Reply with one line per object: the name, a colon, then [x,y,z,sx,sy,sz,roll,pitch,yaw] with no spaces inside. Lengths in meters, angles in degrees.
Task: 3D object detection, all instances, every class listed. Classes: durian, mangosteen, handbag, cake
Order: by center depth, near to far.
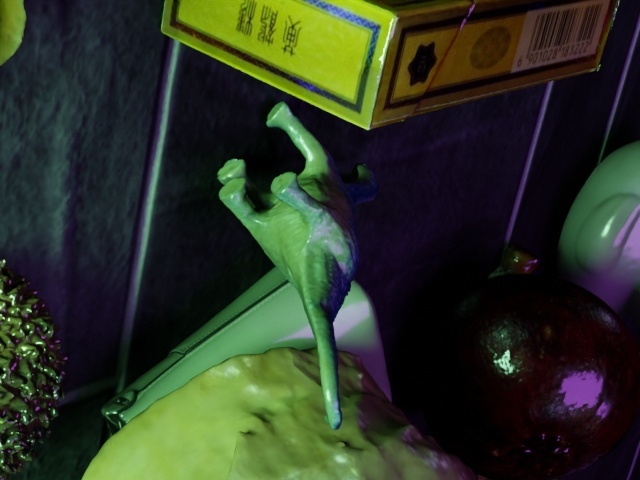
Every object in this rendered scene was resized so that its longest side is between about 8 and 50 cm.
durian: [-0.219,0.108,0.970,0.148,0.091,0.188,-38,143,-34]
cake: [0.003,0.284,1.098,0.332,0.321,0.332,-23,135,-25]
handbag: [-0.079,0.165,1.212,0.315,0.109,0.241,-42,142,-24]
mangosteen: [0.208,0.115,1.526,0.235,0.236,0.261,72,10,-50]

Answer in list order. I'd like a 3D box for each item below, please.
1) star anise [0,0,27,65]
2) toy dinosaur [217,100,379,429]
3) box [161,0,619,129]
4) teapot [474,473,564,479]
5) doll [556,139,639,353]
star anise: [-0.204,-0.203,0.736,0.332,0.118,0.331,-41,152,-28]
toy dinosaur: [-0.007,-0.010,1.123,0.076,0.363,0.147,-35,112,21]
box: [0.059,-0.171,1.064,0.301,0.193,0.084,-18,127,-49]
teapot: [0.219,0.318,1.651,0.183,0.269,0.173,17,138,-25]
doll: [0.394,0.015,1.683,0.221,0.221,0.251,-10,121,-53]
